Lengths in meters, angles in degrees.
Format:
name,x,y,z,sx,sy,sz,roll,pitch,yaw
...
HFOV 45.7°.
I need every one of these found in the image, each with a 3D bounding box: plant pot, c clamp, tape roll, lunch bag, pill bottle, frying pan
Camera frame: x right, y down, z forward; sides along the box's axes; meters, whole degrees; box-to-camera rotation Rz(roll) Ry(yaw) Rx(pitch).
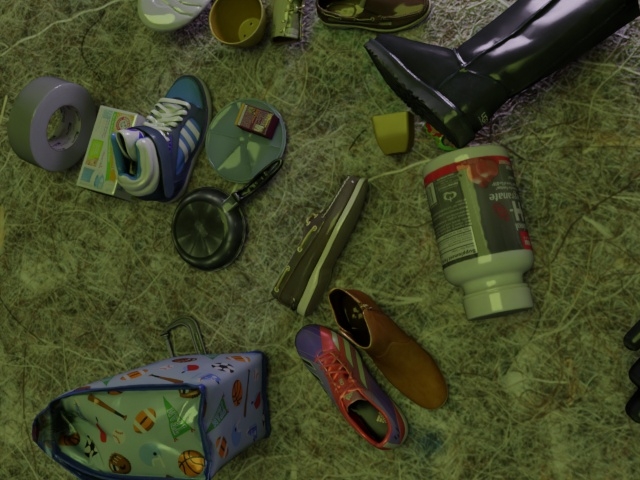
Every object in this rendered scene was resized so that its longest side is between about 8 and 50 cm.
name,x,y,z,sx,sy,sz,roll,pitch,yaw
plant pot,-0.178,-0.504,1.766,0.134,0.095,0.134,-3,82,18
c clamp,-0.327,0.259,1.741,0.137,0.022,0.161,-18,77,16
tape roll,-0.641,-0.279,1.822,0.072,0.219,0.219,20,89,21
plant pot,0.159,-0.225,1.623,0.081,0.081,0.083,-6,90,17
lunch bag,-0.338,0.363,1.564,0.385,0.328,0.239,-3,90,16
pill bottle,0.315,-0.011,1.485,0.176,0.176,0.319,-14,78,16
frying pan,-0.208,-0.045,1.718,0.326,0.053,0.197,-18,84,23

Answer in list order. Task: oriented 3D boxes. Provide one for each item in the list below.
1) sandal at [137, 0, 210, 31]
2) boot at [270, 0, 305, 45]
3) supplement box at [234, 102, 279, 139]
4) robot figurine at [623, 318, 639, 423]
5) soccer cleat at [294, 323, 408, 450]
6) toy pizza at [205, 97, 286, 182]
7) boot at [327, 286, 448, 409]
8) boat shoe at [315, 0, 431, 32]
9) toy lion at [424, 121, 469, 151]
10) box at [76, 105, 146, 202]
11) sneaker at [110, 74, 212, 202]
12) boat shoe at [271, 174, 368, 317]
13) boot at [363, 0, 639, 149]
name,x,y,z,sx,sy,sz,roll,pitch,yaw
sandal,-0.299,-0.667,1.836,0.169,0.102,0.417,22,76,5
boot,-0.053,-0.533,1.694,0.213,0.077,0.165,-4,79,62
supplement box,-0.143,-0.269,1.712,0.083,0.043,0.055,22,89,20
robot figurine,0.661,0.227,1.332,0.209,0.173,0.278,36,96,-24
soccer cleat,0.055,0.295,1.557,0.108,0.116,0.318,-44,72,8
toy pizza,-0.171,-0.230,1.757,0.201,0.032,0.202,-2,81,17
boot,0.126,0.218,1.495,0.104,0.211,0.295,-42,72,9
boat shoe,0.111,-0.513,1.670,0.257,0.095,0.095,-1,82,18
toy lion,0.267,-0.237,1.614,0.096,0.034,0.100,-2,82,25
box,-0.483,-0.206,1.819,0.114,0.103,0.203,14,87,20
sneaker,-0.364,-0.249,1.715,0.130,0.236,0.323,13,87,20
boat shoe,0.000,0.000,1.624,0.096,0.116,0.325,27,97,17
boot,0.353,-0.429,1.543,0.445,0.146,0.367,-40,53,3
